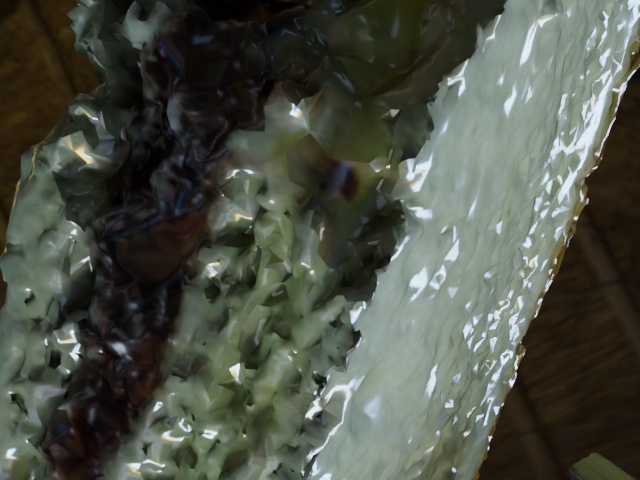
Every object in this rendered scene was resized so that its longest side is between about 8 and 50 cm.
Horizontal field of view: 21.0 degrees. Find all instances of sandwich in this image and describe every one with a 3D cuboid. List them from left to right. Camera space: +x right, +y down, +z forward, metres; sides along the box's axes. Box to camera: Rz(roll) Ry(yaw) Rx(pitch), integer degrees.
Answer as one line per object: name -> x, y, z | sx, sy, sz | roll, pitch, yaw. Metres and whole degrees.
sandwich -> 0.001, 0.000, 0.598 | 0.131, 0.262, 0.325 | 23, -73, 19

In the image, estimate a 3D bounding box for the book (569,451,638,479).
book -> 0.181, 0.203, 0.711 | 0.026, 0.231, 0.157 | -34, -140, -17
